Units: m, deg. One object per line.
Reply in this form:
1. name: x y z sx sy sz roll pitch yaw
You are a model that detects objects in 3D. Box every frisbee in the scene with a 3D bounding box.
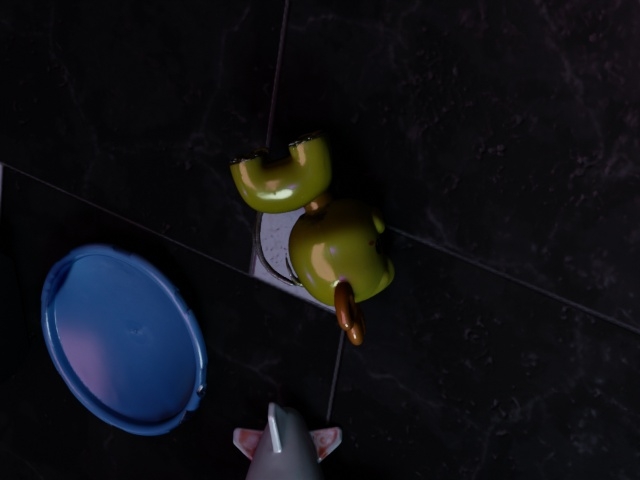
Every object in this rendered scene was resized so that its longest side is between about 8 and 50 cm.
1. frisbee: -0.223 0.111 1.839 0.242 0.045 0.242 13 116 29

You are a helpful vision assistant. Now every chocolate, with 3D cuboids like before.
1. chocolate: -0.483 0.080 1.931 0.177 0.206 0.224 39 141 56

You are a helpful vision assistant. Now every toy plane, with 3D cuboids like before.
1. toy plane: -0.043 0.303 1.710 0.252 0.118 0.252 -4 71 13

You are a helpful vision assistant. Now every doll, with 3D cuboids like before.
1. doll: 0.000 0.000 1.587 0.135 0.143 0.221 -21 98 4
